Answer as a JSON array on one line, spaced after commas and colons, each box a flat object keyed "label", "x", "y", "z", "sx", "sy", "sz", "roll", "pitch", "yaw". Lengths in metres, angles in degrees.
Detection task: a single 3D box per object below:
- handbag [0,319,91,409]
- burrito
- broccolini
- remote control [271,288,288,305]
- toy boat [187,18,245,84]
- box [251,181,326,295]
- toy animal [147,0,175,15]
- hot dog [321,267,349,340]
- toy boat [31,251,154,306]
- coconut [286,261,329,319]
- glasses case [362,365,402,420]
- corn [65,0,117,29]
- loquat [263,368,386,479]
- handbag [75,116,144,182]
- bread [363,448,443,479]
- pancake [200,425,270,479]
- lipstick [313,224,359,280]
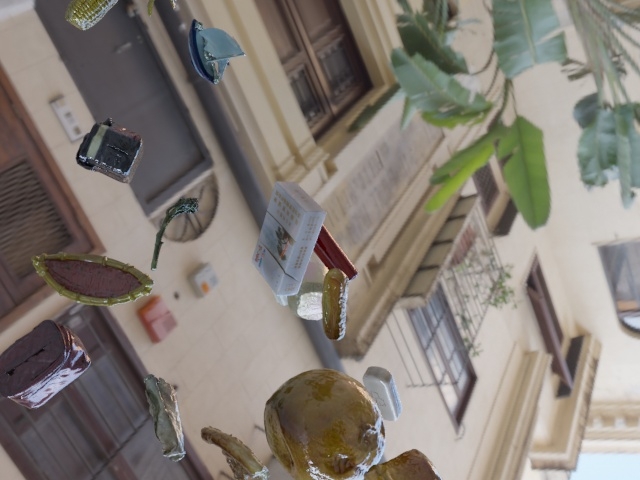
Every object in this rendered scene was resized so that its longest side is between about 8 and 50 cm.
[{"label": "handbag", "x": -0.722, "y": 0.319, "z": 1.876, "sx": 0.225, "sy": 0.135, "sz": 0.146, "roll": -38, "pitch": -122, "yaw": -3}, {"label": "burrito", "x": -0.261, "y": 0.298, "z": 1.232, "sx": 0.041, "sy": 0.055, "sz": 0.149, "roll": -31, "pitch": -120, "yaw": 17}, {"label": "broccolini", "x": -0.308, "y": -0.022, "z": 1.482, "sx": 0.194, "sy": 0.052, "sz": 0.054, "roll": -62, "pitch": -177, "yaw": -30}, {"label": "remote control", "x": -0.155, "y": 0.143, "z": 2.561, "sx": 0.090, "sy": 0.230, "sz": 0.049, "roll": 31, "pitch": -117, "yaw": 35}, {"label": "toy boat", "x": -0.351, "y": -0.618, "z": 2.453, "sx": 0.292, "sy": 0.210, "sz": 0.070, "roll": 30, "pitch": -133, "yaw": 34}, {"label": "box", "x": -0.080, "y": -0.004, "z": 1.733, "sx": 0.067, "sy": 0.233, "sz": 0.149, "roll": 1, "pitch": -149, "yaw": -34}, {"label": "toy animal", "x": -0.448, "y": -0.790, "z": 2.225, "sx": 0.155, "sy": 0.095, "sz": 0.219, "roll": -36, "pitch": -142, "yaw": 40}, {"label": "hot dog", "x": 0.034, "y": 0.141, "z": 1.650, "sx": 0.066, "sy": 0.215, "sz": 0.047, "roll": 26, "pitch": -132, "yaw": 26}, {"label": "toy boat", "x": -0.578, "y": 0.099, "z": 1.873, "sx": 0.318, "sy": 0.099, "sz": 0.141, "roll": 12, "pitch": -115, "yaw": 1}, {"label": "coconut", "x": -0.028, "y": 0.139, "z": 2.118, "sx": 0.147, "sy": 0.147, "sz": 0.152, "roll": -20, "pitch": -141, "yaw": 11}, {"label": "glasses case", "x": 0.176, "y": 0.435, "z": 2.062, "sx": 0.083, "sy": 0.196, "sz": 0.050, "roll": 6, "pitch": -138, "yaw": 32}, {"label": "corn", "x": -0.443, "y": -0.538, "z": 1.528, "sx": 0.231, "sy": 0.080, "sz": 0.080, "roll": -55, "pitch": -153, "yaw": -7}, {"label": "loquat", "x": 0.010, "y": 0.436, "z": 1.705, "sx": 0.276, "sy": 0.276, "sz": 0.284, "roll": -35, "pitch": -163, "yaw": -28}, {"label": "handbag", "x": -0.672, "y": -0.290, "z": 2.341, "sx": 0.254, "sy": 0.181, "sz": 0.181, "roll": -178, "pitch": -70, "yaw": -78}, {"label": "bread", "x": 0.174, "y": 0.522, "z": 1.347, "sx": 0.143, "sy": 0.269, "sz": 0.195, "roll": -9, "pitch": -167, "yaw": -14}, {"label": "pancake", "x": -0.238, "y": 0.627, "z": 2.042, "sx": 0.057, "sy": 0.244, "sz": 0.266, "roll": -33, "pitch": -131, "yaw": -31}, {"label": "lipstick", "x": 0.000, "y": 0.000, "z": 1.995, "sx": 0.073, "sy": 0.279, "sz": 0.073, "roll": -37, "pitch": 178, "yaw": -2}]
